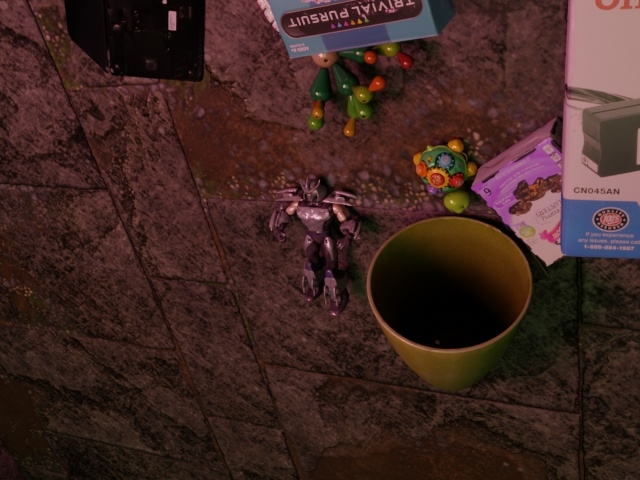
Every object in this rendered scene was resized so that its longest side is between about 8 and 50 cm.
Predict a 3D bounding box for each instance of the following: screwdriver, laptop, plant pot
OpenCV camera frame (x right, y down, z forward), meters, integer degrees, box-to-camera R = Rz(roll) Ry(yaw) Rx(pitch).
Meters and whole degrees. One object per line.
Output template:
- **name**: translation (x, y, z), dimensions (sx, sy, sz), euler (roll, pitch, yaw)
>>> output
- **screwdriver**: translation (0.364, 0.004, 1.368), dimensions (0.024, 0.025, 0.170), euler (-23, 123, 38)
- **laptop**: translation (-0.338, -0.426, 1.378), dimensions (0.265, 0.136, 0.234), euler (3, 133, -7)
- **plant pot**: translation (0.235, 0.152, 1.410), dimensions (0.275, 0.274, 0.293), euler (13, 147, 19)

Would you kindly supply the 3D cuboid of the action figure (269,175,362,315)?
- **action figure**: translation (0.000, 0.000, 1.499), dimensions (0.185, 0.099, 0.285), euler (13, 128, 30)

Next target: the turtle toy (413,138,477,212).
- **turtle toy**: translation (0.214, -0.107, 1.313), dimensions (0.095, 0.066, 0.130), euler (-19, 116, 38)

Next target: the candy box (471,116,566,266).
- **candy box**: translation (0.376, -0.074, 1.252), dimensions (0.196, 0.070, 0.165), euler (44, 133, -11)

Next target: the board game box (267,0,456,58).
- **board game box**: translation (0.016, -0.431, 1.055), dimensions (0.254, 0.079, 0.336), euler (0, 128, 35)

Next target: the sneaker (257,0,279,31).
- **sneaker**: translation (-0.076, -0.412, 1.217), dimensions (0.075, 0.063, 0.170), euler (-17, 122, 37)

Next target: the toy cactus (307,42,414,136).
- **toy cactus**: translation (0.040, -0.279, 1.258), dimensions (0.180, 0.112, 0.219), euler (55, 136, 4)

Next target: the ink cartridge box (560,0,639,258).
- **ink cartridge box**: translation (0.465, -0.180, 1.003), dimensions (0.286, 0.166, 0.394), euler (2, 120, 18)
